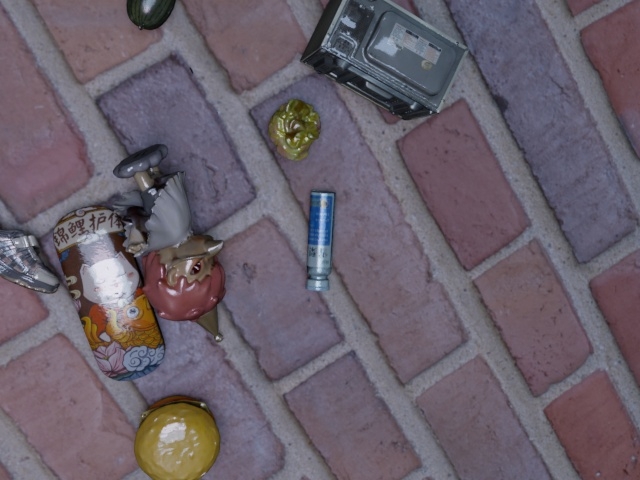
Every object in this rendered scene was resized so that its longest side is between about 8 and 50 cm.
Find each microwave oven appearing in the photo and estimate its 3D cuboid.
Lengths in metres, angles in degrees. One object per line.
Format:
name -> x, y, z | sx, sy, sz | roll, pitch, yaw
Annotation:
microwave oven -> 0.111, -0.329, 1.215 | 0.241, 0.194, 0.145 | 26, 91, -16

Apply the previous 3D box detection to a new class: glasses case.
glasses case -> -0.374, 0.095, 1.207 | 0.122, 0.082, 0.320 | -18, 99, -8

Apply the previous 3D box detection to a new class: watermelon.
watermelon -> -0.294, -0.416, 1.174 | 0.078, 0.078, 0.110 | 24, 92, -14

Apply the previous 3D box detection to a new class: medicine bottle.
medicine bottle -> 0.000, 0.000, 1.296 | 0.051, 0.051, 0.191 | 3, 95, -13

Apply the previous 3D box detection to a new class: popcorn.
popcorn -> -0.049, -0.204, 1.249 | 0.097, 0.089, 0.109 | 14, 96, -2

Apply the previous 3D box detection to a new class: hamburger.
hamburger -> -0.263, 0.364, 1.244 | 0.162, 0.115, 0.161 | -2, 96, -15

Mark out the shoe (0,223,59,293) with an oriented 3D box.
shoe -> -0.527, 0.023, 1.171 | 0.180, 0.089, 0.092 | 30, 77, -16

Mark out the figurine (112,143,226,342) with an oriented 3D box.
figurine -> -0.242, 0.029, 1.179 | 0.166, 0.207, 0.386 | -16, 110, 9
